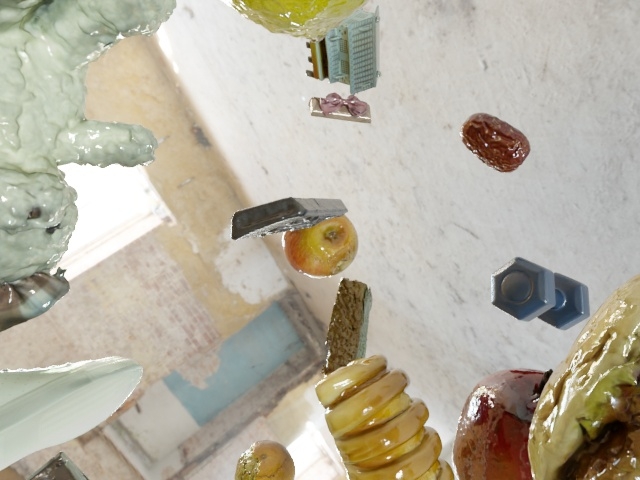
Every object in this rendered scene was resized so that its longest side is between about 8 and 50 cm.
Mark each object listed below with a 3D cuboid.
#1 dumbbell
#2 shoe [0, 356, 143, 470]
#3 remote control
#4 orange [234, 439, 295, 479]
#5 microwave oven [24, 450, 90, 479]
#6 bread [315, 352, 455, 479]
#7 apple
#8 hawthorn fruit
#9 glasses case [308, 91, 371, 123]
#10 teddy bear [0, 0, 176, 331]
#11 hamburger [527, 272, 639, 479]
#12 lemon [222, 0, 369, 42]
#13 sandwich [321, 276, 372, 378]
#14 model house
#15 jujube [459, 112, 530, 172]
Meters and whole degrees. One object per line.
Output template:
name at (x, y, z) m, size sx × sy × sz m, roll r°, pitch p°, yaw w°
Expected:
dumbbell at (0.577, 0.143, 1.284) m, size 0.325 × 0.159 × 0.144 m, roll 17°, pitch 160°, yaw -41°
shoe at (-0.329, 0.172, 0.536) m, size 0.110 × 0.265 × 0.095 m, roll 34°, pitch 117°, yaw 21°
remote control at (-0.017, -0.024, 0.468) m, size 0.245 × 0.063 × 0.025 m, roll -21°, pitch -84°, yaw -79°
orange at (-0.136, 0.578, 1.221) m, size 0.157 × 0.157 × 0.133 m, roll 28°, pitch 131°, yaw 56°
microwave oven at (-0.383, 0.533, 0.779) m, size 0.295 × 0.181 × 0.237 m, roll 27°, pitch 142°, yaw 36°
bread at (0.118, 0.328, 0.757) m, size 0.121 × 0.173 × 0.310 m, roll -31°, pitch 78°, yaw 37°
apple at (0.000, 0.000, 0.940) m, size 0.146 × 0.147 × 0.146 m, roll 48°, pitch 162°, yaw 21°
hawthorn fruit at (0.398, 0.370, 0.918) m, size 0.285 × 0.285 × 0.368 m, roll 37°, pitch 138°, yaw 45°
glasses case at (0.063, -0.399, 1.478) m, size 0.102 × 0.194 × 0.070 m, roll -96°, pitch 14°, yaw -62°
teddy bear at (-0.333, -0.099, 0.569) m, size 0.376 × 0.328 × 0.361 m, roll -18°, pitch 75°, yaw 33°
hamburger at (0.293, 0.134, 0.436) m, size 0.145 × 0.259 × 0.283 m, roll 40°, pitch -160°, yaw 29°
lemon at (-0.030, -0.365, 0.514) m, size 0.268 × 0.268 × 0.321 m, roll 35°, pitch 146°, yaw 49°
sandwich at (0.058, 0.236, 1.082) m, size 0.087 × 0.250 × 0.226 m, roll 11°, pitch 153°, yaw 6°
model house at (0.080, -0.600, 1.533) m, size 0.215 × 0.198 × 0.224 m, roll 28°, pitch 145°, yaw 30°
jujube at (0.431, -0.246, 1.227) m, size 0.176 × 0.109 × 0.112 m, roll 38°, pitch 120°, yaw 7°
